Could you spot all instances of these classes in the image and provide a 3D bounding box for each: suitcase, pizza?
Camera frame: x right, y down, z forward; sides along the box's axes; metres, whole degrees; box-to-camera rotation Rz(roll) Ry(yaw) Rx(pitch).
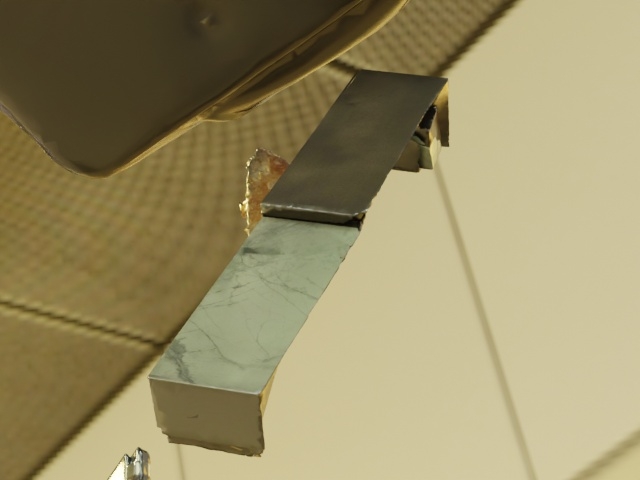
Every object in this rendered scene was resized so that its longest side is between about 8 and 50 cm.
[{"bbox_3d":[-0.090,-0.230,0.860,0.345,0.188,0.339,-33,-67,21],"label":"suitcase"},{"bbox_3d":[-0.022,-0.028,1.044,0.083,0.025,0.078,-28,-73,-11],"label":"pizza"}]

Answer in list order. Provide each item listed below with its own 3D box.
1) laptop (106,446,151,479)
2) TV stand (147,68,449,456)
[{"bbox_3d":[-0.104,0.204,0.764,0.016,0.180,0.129,11,-35,-20],"label":"laptop"},{"bbox_3d":[0.000,0.000,0.715,0.049,0.256,0.040,7,-56,18],"label":"TV stand"}]
